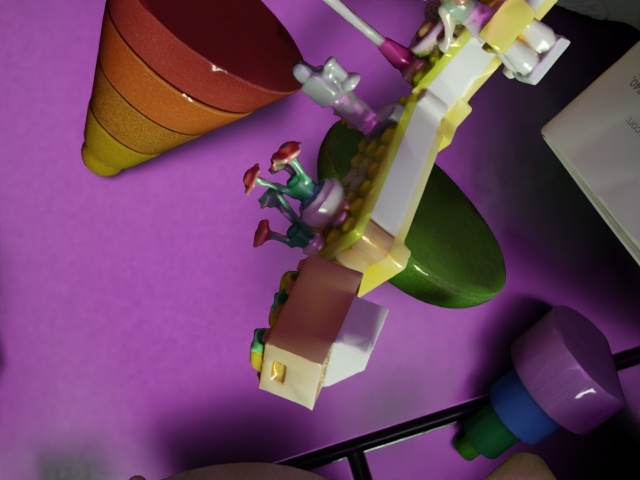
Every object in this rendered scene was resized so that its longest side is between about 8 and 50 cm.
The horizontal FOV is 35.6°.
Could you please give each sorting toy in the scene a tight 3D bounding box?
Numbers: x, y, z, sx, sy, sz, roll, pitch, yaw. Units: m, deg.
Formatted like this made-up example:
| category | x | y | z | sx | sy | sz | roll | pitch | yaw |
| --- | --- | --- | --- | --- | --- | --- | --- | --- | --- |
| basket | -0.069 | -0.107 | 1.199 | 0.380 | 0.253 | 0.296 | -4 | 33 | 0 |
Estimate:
| category | x | y | z | sx | sy | sz | roll | pitch | yaw |
| --- | --- | --- | --- | --- | --- | --- | --- | --- | --- |
| sorting toy | 0.000 | 0.000 | 0.558 | 0.365 | 0.127 | 0.126 | 42 | 116 | -6 |

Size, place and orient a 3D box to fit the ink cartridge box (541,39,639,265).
| category | x | y | z | sx | sy | sz | roll | pitch | yaw |
| --- | --- | --- | --- | --- | --- | --- | --- | --- | --- |
| ink cartridge box | 0.272 | -0.069 | 0.471 | 0.273 | 0.114 | 0.197 | -43 | 138 | 16 |

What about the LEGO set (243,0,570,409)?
| category | x | y | z | sx | sy | sz | roll | pitch | yaw |
| --- | --- | --- | --- | --- | --- | --- | --- | --- | --- |
| LEGO set | 0.027 | -0.078 | 0.429 | 0.107 | 0.132 | 0.287 | 37 | 84 | -15 |

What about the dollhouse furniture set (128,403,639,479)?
| category | x | y | z | sx | sy | sz | roll | pitch | yaw |
| --- | --- | --- | --- | --- | --- | --- | --- | --- | --- |
| dollhouse furniture set | 0.047 | 0.200 | 0.556 | 0.355 | 0.174 | 0.303 | -3 | 130 | 22 |

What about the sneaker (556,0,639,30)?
| category | x | y | z | sx | sy | sz | roll | pitch | yaw |
| --- | --- | --- | --- | --- | --- | --- | --- | --- | --- |
| sneaker | 0.144 | -0.249 | 0.539 | 0.366 | 0.137 | 0.210 | 19 | 88 | -9 |
